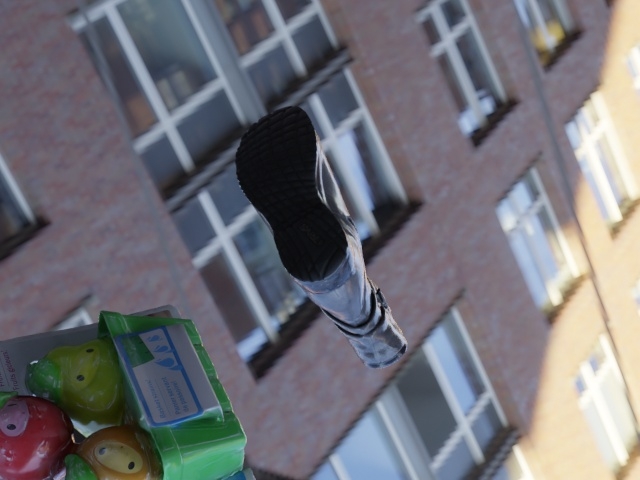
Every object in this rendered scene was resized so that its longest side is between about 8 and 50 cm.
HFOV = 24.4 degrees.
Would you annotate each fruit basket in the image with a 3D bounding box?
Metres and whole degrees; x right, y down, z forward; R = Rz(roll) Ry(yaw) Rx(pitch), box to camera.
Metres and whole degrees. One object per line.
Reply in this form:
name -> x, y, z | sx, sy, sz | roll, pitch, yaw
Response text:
fruit basket -> -0.270, 0.209, 1.602 | 0.353, 0.165, 0.327 | -6, -134, -26

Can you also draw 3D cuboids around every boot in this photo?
boot -> 0.000, 0.000, 1.912 | 0.118, 0.222, 0.338 | -24, -134, 10
